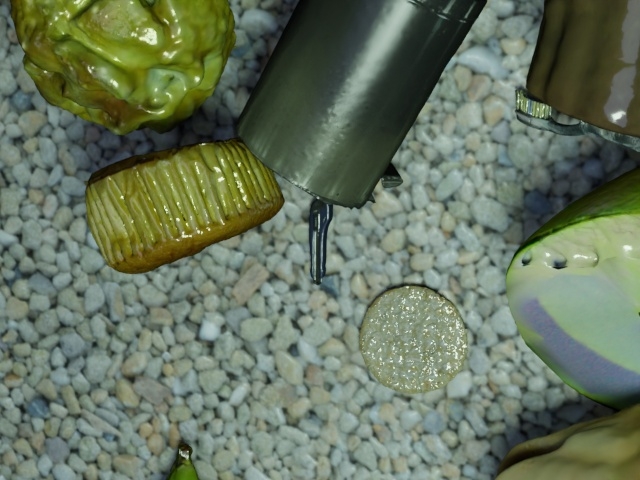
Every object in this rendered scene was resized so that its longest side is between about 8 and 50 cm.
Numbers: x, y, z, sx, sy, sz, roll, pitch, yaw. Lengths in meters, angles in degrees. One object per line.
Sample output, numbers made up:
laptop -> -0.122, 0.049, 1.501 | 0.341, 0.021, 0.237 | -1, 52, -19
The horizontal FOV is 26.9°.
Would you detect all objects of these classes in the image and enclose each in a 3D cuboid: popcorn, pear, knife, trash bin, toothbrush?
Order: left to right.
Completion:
popcorn -> -0.247, -0.258, 1.713 | 0.282, 0.282, 0.247 | 41, 75, 10
knife -> 0.000, 0.000, 1.790 | 0.031, 0.018, 0.121 | 5, 102, 22
trash bin -> 0.041, -0.215, 1.640 | 0.252, 0.203, 0.302 | 22, 111, -21
toothbrush -> 0.332, -0.117, 1.492 | 0.413, 0.035, 0.042 | -149, 51, -60
pear -> 0.422, 0.038, 1.512 | 0.398, 0.165, 0.399 | 17, 145, 13

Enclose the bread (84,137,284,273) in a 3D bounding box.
bread -> -0.176, -0.049, 1.722 | 0.227, 0.253, 0.142 | -23, 87, 19

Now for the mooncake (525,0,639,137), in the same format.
mooncake -> 0.388, -0.210, 1.443 | 0.324, 0.324, 0.187 | 13, 103, 18

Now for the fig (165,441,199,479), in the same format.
fig -> -0.239, 0.465, 1.844 | 0.233, 0.233, 0.314 | 15, 110, 18

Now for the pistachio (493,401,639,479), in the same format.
pistachio -> 0.358, 0.369, 1.565 | 0.365, 0.281, 0.446 | 27, 124, 7

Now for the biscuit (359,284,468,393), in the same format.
biscuit -> 0.122, 0.131, 1.764 | 0.152, 0.020, 0.152 | 3, 99, 19
